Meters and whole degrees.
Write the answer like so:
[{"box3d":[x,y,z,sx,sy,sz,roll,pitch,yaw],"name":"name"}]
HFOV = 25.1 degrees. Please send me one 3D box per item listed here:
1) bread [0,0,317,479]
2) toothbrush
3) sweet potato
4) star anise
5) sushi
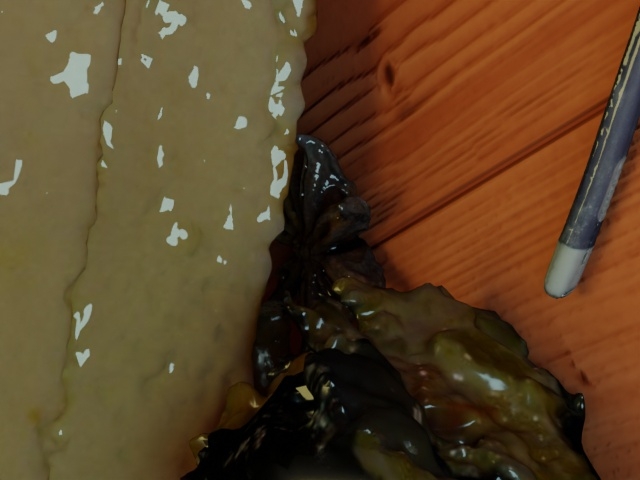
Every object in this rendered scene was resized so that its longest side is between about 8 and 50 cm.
[{"box3d":[-0.205,-0.029,0.891,0.390,0.279,0.371,17,100,61],"name":"bread"},{"box3d":[0.148,-0.095,0.641,0.026,0.024,0.288,33,124,32],"name":"toothbrush"},{"box3d":[-0.041,0.142,0.916,0.233,0.062,0.081,102,148,-43],"name":"sweet potato"},{"box3d":[0.000,-0.002,0.864,0.141,0.042,0.141,33,130,51],"name":"star anise"},{"box3d":[0.037,0.145,0.726,0.204,0.213,0.200,-58,26,27],"name":"sushi"}]
